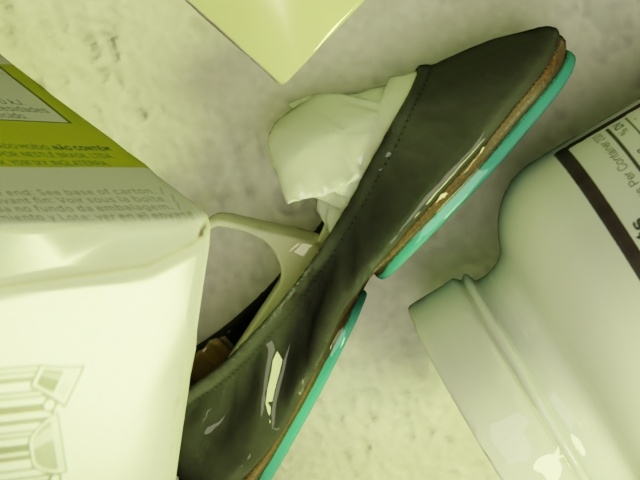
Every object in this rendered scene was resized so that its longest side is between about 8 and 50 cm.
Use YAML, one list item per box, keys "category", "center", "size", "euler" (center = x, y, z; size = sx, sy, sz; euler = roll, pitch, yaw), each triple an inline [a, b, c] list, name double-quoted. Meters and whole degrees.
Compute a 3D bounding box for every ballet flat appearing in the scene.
- category: "ballet flat"
  center: [0.000, 0.000, 0.770]
  size: [0.096, 0.095, 0.280]
  euler: [34, 103, -6]

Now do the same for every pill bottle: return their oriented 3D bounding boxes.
- category: "pill bottle"
  center: [0.209, 0.001, 0.747]
  size: [0.323, 0.181, 0.181]
  euler: [-31, 111, 5]

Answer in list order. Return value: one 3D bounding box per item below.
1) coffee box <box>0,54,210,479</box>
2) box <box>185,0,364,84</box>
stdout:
- category: "coffee box"
  center: [-0.280, 0.091, 0.582]
  size: [0.338, 0.334, 0.338]
  euler: [-2, 112, -33]
- category: "box"
  center: [-0.016, -0.229, 0.665]
  size: [0.213, 0.117, 0.243]
  euler: [40, 100, -19]
